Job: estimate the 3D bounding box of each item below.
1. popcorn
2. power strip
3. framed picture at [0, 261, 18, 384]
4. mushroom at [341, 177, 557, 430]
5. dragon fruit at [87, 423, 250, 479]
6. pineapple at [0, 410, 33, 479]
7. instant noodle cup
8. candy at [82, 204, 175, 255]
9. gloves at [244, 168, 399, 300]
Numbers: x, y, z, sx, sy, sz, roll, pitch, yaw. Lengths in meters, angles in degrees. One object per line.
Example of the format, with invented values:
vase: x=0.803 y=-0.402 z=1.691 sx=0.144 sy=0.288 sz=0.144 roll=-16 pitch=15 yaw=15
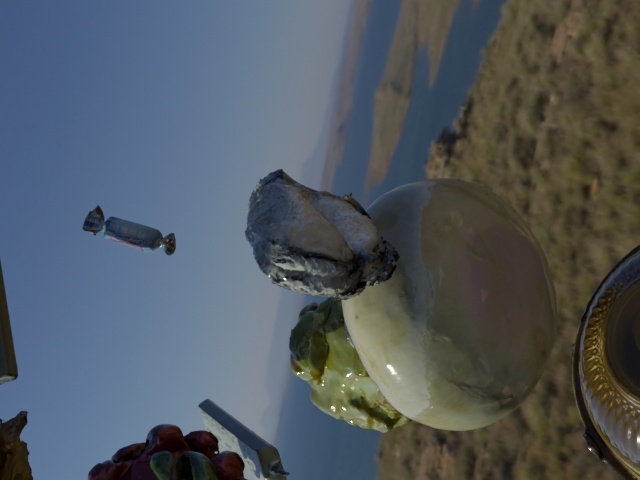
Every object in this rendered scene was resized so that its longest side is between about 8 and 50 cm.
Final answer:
popcorn: x=0.076 y=0.170 z=1.301 sx=0.195 sy=0.255 sz=0.256 roll=-51 pitch=11 yaw=-25
power strip: x=-0.107 y=0.274 z=1.183 sx=0.252 sy=0.027 sz=0.060 roll=14 pitch=123 yaw=60
framed picture: x=-0.481 y=0.069 z=0.890 sx=0.022 sy=0.335 sz=0.247 roll=59 pitch=-165 yaw=-72
mushroom: x=0.112 y=0.060 z=0.872 sx=0.202 sy=0.246 sz=0.246 roll=-10 pitch=61 yaw=43
dragon fruit: x=-0.163 y=0.309 z=1.029 sx=0.273 sy=0.218 sz=0.198 roll=-41 pitch=14 yaw=27
pineapple: x=-0.203 y=0.218 z=0.502 sx=0.135 sy=0.079 sz=0.233 roll=-64 pitch=-28 yaw=-57
instant noodle cup: x=0.316 y=0.093 z=0.748 sx=0.274 sy=0.090 sz=0.274 roll=-22 pitch=57 yaw=38
candy: x=-0.166 y=-0.008 z=0.771 sx=0.020 sy=0.083 sz=0.030 roll=112 pitch=172 yaw=-68
gloves: x=-0.002 y=0.003 z=0.675 sx=0.153 sy=0.114 sz=0.070 roll=-118 pitch=49 yaw=-68
